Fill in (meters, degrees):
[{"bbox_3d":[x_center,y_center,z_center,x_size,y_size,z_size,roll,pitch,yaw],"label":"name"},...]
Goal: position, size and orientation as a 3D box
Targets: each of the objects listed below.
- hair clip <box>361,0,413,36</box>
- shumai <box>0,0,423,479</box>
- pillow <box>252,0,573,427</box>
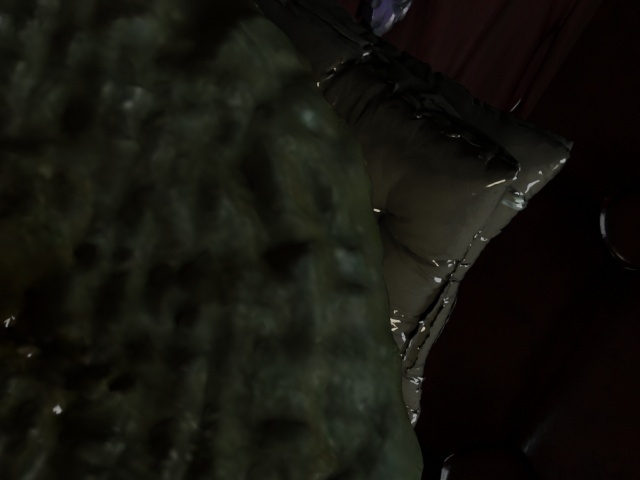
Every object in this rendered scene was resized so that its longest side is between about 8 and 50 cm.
[{"bbox_3d":[0.079,-0.224,1.531,0.124,0.052,0.195,-52,174,-11],"label":"hair clip"},{"bbox_3d":[-0.132,0.061,0.660,0.309,0.304,0.263,-53,179,-28],"label":"shumai"},{"bbox_3d":[0.000,0.000,1.245,0.101,0.228,0.326,-32,154,-49],"label":"pillow"}]
